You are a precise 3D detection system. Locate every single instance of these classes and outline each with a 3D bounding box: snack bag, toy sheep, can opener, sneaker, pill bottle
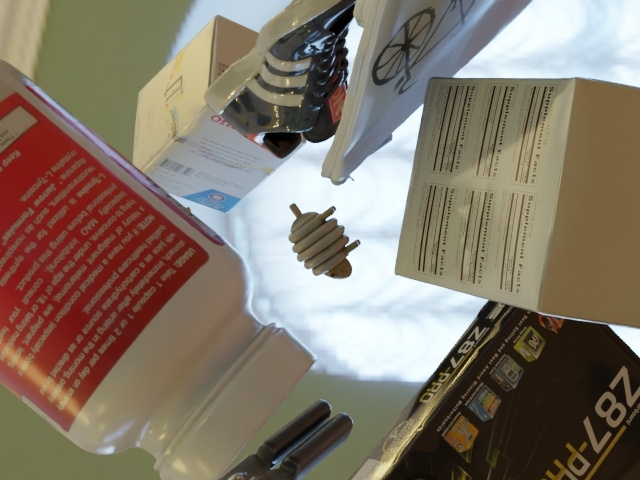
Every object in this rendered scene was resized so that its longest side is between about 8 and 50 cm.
[{"bbox_3d":[0.124,-0.226,1.203,0.323,0.037,0.342,-44,-16,-29],"label":"snack bag"},{"bbox_3d":[0.000,0.000,2.476,0.132,0.091,0.091,55,-152,1],"label":"toy sheep"},{"bbox_3d":[-0.057,0.312,2.357,0.283,0.076,0.095,-32,-33,-54],"label":"can opener"},{"bbox_3d":[-0.005,-0.205,2.064,0.148,0.350,0.131,46,-120,-3],"label":"sneaker"},{"bbox_3d":[-0.212,0.042,1.580,0.229,0.407,0.229,-50,-3,-4],"label":"pill bottle"}]

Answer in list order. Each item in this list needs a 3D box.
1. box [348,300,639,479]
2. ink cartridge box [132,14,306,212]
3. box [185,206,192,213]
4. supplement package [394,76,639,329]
[{"bbox_3d":[0.234,0.277,2.027,0.318,0.097,0.395,45,-107,-17],"label":"box"},{"bbox_3d":[-0.146,-0.183,2.583,0.171,0.232,0.168,20,-127,-28],"label":"ink cartridge box"},{"bbox_3d":[-0.225,0.008,1.839,0.109,0.178,0.042,-29,-75,-42],"label":"box"},{"bbox_3d":[0.188,-0.024,1.177,0.194,0.203,0.149,9,-88,-24],"label":"supplement package"}]
